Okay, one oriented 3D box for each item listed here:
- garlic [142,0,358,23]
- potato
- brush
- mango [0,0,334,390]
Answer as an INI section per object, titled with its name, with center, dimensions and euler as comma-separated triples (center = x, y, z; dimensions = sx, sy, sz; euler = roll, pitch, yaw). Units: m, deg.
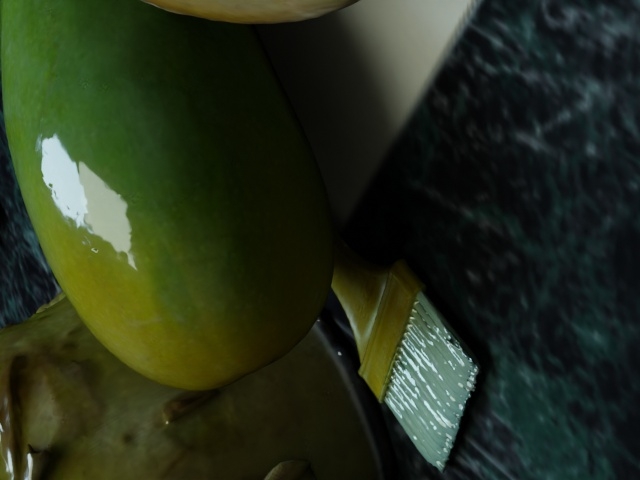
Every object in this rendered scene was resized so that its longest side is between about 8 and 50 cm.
[garlic]
center = -0.036, -0.143, 0.575
dimensions = 0.245, 0.164, 0.145
euler = 13, 104, 50
[potato]
center = -0.103, 0.155, 0.874
dimensions = 0.246, 0.196, 0.300
euler = 47, 147, 35
[brush]
center = 0.000, 0.000, 0.775
dimensions = 0.218, 0.010, 0.082
euler = 52, 149, 27
[mango]
center = -0.075, -0.059, 0.721
dimensions = 0.251, 0.114, 0.156
euler = 65, -168, 21
